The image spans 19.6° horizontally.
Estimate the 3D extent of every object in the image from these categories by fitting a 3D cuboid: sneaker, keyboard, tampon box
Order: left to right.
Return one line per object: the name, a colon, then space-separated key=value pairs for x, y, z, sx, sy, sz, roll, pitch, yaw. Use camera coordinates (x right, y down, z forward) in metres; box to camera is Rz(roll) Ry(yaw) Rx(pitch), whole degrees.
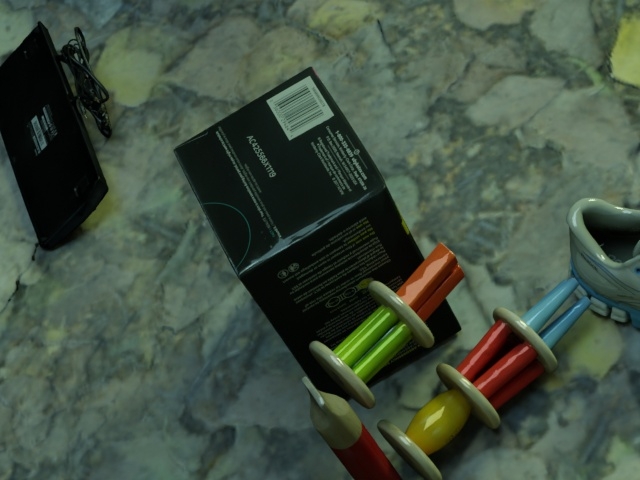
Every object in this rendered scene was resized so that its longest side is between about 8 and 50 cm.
keyboard: x=-0.190 y=-0.083 z=1.385 sx=0.100 sy=0.038 sz=0.192 roll=-43 pitch=48 yaw=21
tampon box: x=0.000 y=0.000 z=1.149 sx=0.101 sy=0.161 sz=0.120 roll=-31 pitch=51 yaw=0
sneaker: x=0.222 y=0.024 z=1.086 sx=0.190 sy=0.083 sz=0.071 roll=18 pitch=64 yaw=31

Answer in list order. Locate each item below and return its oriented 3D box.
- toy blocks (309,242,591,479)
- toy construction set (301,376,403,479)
toy blocks: x=0.083 y=0.054 z=1.103 sx=0.148 sy=0.123 sz=0.054 roll=-44 pitch=23 yaw=-9
toy construction set: x=0.003 y=0.209 z=0.950 sx=0.257 sy=0.237 sz=0.309 roll=-17 pitch=51 yaw=12
